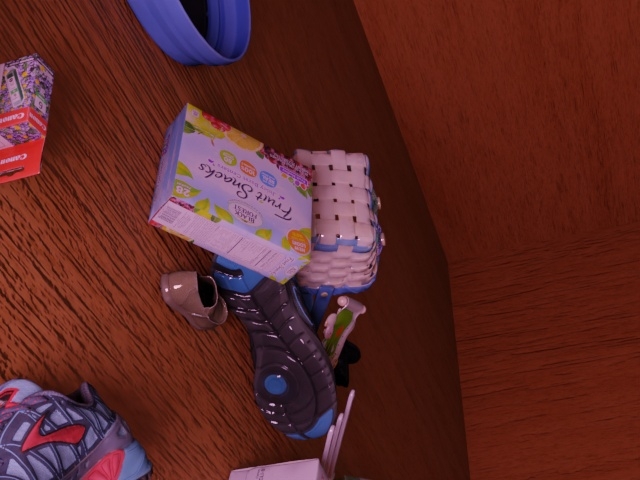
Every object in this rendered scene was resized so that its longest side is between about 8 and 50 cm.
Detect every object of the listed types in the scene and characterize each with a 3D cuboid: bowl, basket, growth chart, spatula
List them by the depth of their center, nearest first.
[{"bbox_3d":[-0.214,-0.442,1.187,0.391,0.077,0.390,-13,90,-75],"label":"bowl"},{"bbox_3d":[0.006,0.352,1.232,0.168,0.019,0.241,-42,146,-67],"label":"spatula"},{"bbox_3d":[0.013,0.200,1.360,0.237,0.021,0.172,-68,162,5],"label":"growth chart"},{"bbox_3d":[0.000,0.000,1.404,0.289,0.201,0.254,118,-27,-57],"label":"basket"}]

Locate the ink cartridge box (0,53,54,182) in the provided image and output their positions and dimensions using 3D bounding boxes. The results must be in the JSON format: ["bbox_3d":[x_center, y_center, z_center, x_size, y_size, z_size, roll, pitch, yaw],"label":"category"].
[{"bbox_3d":[-0.274,-0.106,0.716,0.029,0.063,0.115,55,26,-56],"label":"ink cartridge box"}]

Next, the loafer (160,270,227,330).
[{"bbox_3d":[-0.150,0.077,1.032,0.148,0.050,0.056,43,37,-64],"label":"loafer"}]

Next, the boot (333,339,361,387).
[{"bbox_3d":[0.045,0.243,1.604,0.121,0.045,0.099,50,27,-44],"label":"boot"}]

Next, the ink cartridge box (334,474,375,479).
[{"bbox_3d":[0.055,0.472,1.414,0.209,0.062,0.108,44,36,-63],"label":"ink cartridge box"}]

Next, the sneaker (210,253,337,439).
[{"bbox_3d":[-0.050,0.134,1.207,0.139,0.125,0.340,-66,141,-68],"label":"sneaker"}]

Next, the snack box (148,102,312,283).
[{"bbox_3d":[-0.111,-0.060,1.074,0.207,0.070,0.174,26,44,-26],"label":"snack box"}]

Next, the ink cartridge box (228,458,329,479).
[{"bbox_3d":[-0.039,0.387,1.029,0.128,0.128,0.176,-80,152,-54],"label":"ink cartridge box"}]

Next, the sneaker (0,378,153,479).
[{"bbox_3d":[-0.235,0.173,0.619,0.125,0.104,0.262,61,10,7],"label":"sneaker"}]
